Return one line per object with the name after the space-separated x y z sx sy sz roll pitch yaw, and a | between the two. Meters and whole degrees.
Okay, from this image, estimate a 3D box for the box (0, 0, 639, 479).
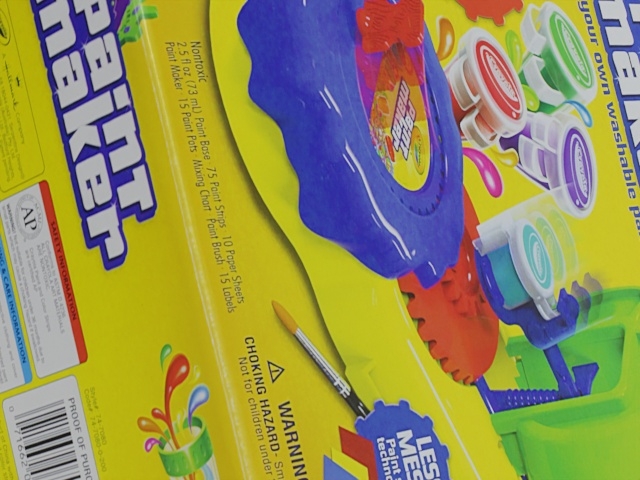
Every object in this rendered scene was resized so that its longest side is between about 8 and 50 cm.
0.000 0.000 0.687 0.177 0.279 0.290 -21 -100 44 | box
